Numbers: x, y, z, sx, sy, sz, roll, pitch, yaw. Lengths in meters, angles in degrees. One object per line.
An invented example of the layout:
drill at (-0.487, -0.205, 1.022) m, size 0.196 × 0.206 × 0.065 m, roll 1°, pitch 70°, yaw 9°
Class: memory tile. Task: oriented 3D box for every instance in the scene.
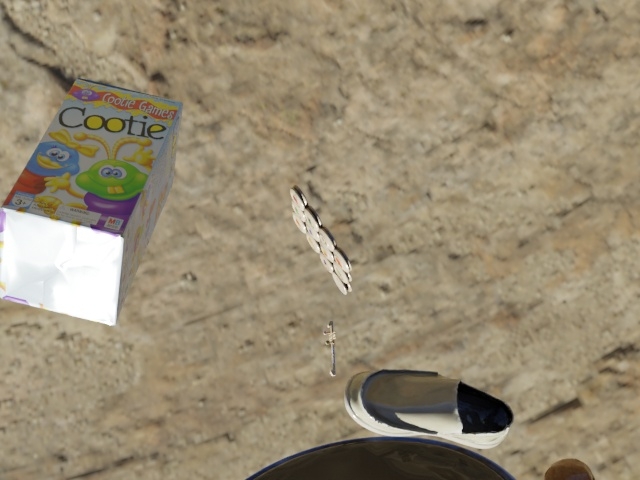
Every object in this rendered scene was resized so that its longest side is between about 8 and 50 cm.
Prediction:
memory tile at (0.000, 0.000, 1.627) m, size 0.012 × 0.148 × 0.113 m, roll -31°, pitch 159°, yaw -12°

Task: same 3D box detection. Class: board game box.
board game box at (-0.273, -0.054, 1.421) m, size 0.142 × 0.275 × 0.144 m, roll 14°, pitch 129°, yaw 0°

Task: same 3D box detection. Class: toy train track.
toy train track at (0.014, 0.164, 1.792) m, size 0.014 × 0.083 × 0.048 m, roll -1°, pitch 168°, yaw -10°

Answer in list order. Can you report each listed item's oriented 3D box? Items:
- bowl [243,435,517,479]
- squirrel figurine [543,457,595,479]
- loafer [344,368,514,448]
bowl at (0.042, 0.329, 1.193) m, size 0.391 × 0.391 × 0.077 m, roll -15°, pitch 114°, yaw -11°
squirrel figurine at (0.317, 0.467, 1.398) m, size 0.370 × 0.397 × 0.281 m, roll -28°, pitch 177°, yaw 27°
loafer at (0.166, 0.236, 1.709) m, size 0.269 × 0.102 × 0.092 m, roll 12°, pitch 152°, yaw -19°
